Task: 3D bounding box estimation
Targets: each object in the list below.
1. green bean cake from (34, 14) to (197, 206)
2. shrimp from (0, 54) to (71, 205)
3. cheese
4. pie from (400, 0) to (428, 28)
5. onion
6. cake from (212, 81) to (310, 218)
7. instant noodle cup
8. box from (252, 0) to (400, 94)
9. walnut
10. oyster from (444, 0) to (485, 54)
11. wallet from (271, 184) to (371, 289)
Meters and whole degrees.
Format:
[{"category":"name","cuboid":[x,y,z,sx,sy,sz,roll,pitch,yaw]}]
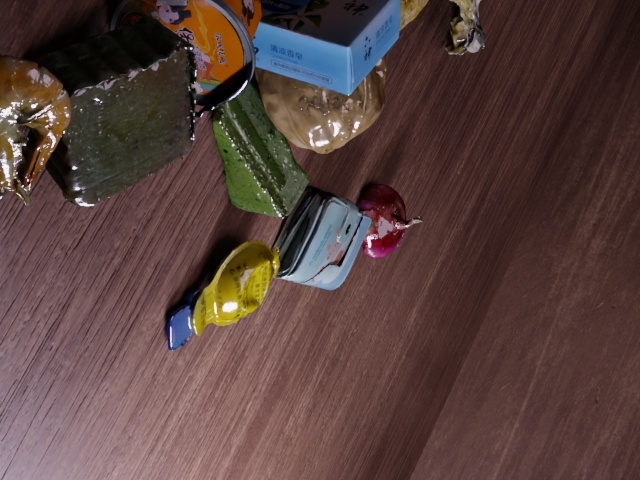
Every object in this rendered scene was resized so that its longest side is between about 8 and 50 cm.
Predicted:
[{"category":"green bean cake","cuboid":[-0.235,-0.150,1.409,0.181,0.094,0.173,-30,145,-30]},{"category":"shrimp","cuboid":[-0.315,-0.107,1.300,0.217,0.115,0.051,96,-10,-50]},{"category":"cheese","cuboid":[-0.151,0.083,1.956,0.250,0.064,0.156,-36,142,-40]},{"category":"pie","cuboid":[0.150,-0.433,2.198,0.282,0.068,0.128,-52,156,-47]},{"category":"onion","cuboid":[0.143,-0.037,2.471,0.150,0.140,0.150,-17,109,-62]},{"category":"cake","cuboid":[-0.087,-0.135,1.848,0.100,0.099,0.235,-59,157,-29]},{"category":"instant noodle cup","cuboid":[-0.145,-0.264,1.490,0.208,0.178,0.125,109,2,-49]},{"category":"box","cuboid":[-0.028,-0.289,1.644,0.142,0.232,0.083,-52,151,-38]},{"category":"walnut","cuboid":[0.000,-0.251,1.810,0.198,0.198,0.245,-32,109,-59]},{"category":"oyster","cuboid":[0.293,-0.487,2.427,0.351,0.115,0.238,5,104,-74]},{"category":"wallet","cuboid":[0.000,0.000,2.247,0.176,0.075,0.250,-63,160,3]}]
